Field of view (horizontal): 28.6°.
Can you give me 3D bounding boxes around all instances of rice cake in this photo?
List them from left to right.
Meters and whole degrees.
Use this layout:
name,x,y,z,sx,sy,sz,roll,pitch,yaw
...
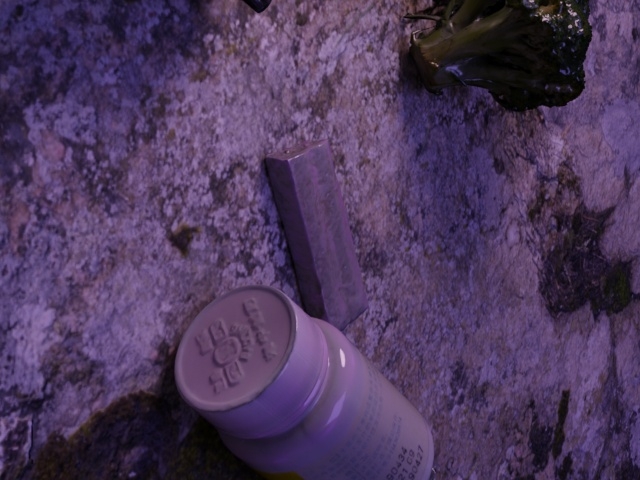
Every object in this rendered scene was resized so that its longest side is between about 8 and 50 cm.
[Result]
name,x,y,z,sx,sy,sz,roll,pitch,yaw
rice cake,0.001,-0.002,1.792,0.106,0.050,0.298,-38,122,-44

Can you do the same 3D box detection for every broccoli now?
name,x,y,z,sx,sy,sz,roll,pitch,yaw
broccoli,0.278,-0.340,1.954,0.321,0.283,0.304,73,-8,-67

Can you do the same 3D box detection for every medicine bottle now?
name,x,y,z,sx,sy,sz,roll,pitch,yaw
medicine bottle,-0.013,0.229,1.670,0.379,0.213,0.213,48,57,-43

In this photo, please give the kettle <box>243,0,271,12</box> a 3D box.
name,x,y,z,sx,sy,sz,roll,pitch,yaw
kettle,-0.127,-0.421,1.481,0.290,0.207,0.268,37,38,-54
